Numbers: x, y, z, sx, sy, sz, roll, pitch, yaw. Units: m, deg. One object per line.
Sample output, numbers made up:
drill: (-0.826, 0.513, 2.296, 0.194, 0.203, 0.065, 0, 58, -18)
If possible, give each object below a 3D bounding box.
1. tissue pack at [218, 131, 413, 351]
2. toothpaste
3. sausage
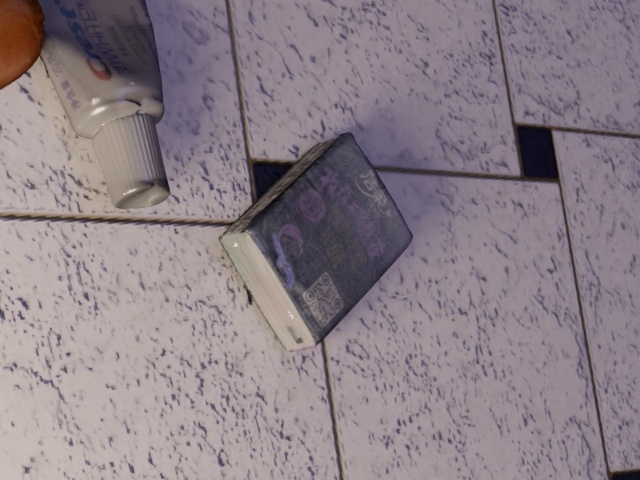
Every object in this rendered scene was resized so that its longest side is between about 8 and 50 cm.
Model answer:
tissue pack: (0.000, 0.000, 1.357, 0.156, 0.051, 0.112, -45, 110, -41)
toothpaste: (-0.165, -0.158, 1.255, 0.099, 0.068, 0.283, 16, 56, -68)
sausage: (-0.263, -0.120, 1.137, 0.197, 0.076, 0.076, -31, 98, -44)
